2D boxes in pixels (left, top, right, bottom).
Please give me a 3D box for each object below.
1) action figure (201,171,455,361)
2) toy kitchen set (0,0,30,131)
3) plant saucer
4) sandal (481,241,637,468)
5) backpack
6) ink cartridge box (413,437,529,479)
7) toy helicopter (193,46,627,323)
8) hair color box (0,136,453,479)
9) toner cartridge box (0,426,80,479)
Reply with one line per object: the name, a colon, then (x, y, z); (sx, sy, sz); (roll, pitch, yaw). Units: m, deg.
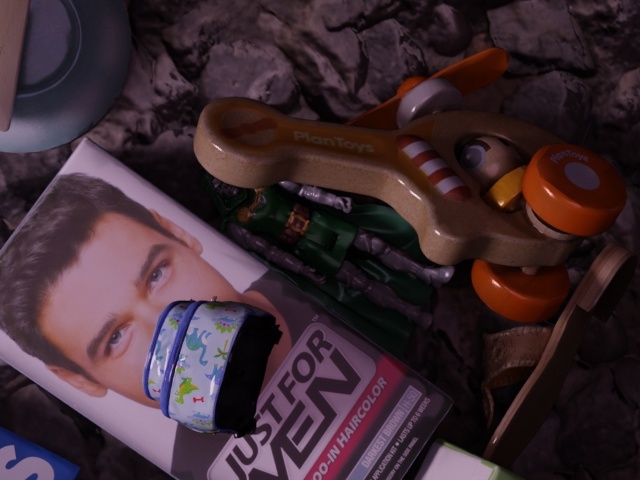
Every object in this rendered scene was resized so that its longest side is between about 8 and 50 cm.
action figure: (0.000, 0.000, 1.336); (0.232, 0.063, 0.137); (26, 75, -10)
toy kitchen set: (-0.369, -0.170, 1.256); (0.207, 0.166, 0.122); (9, 93, -34)
plant saucer: (-0.257, -0.173, 1.311); (0.195, 0.037, 0.195); (1, 87, -10)
sandal: (0.183, 0.095, 1.368); (0.079, 0.088, 0.240); (33, 87, 26)
backpack: (-0.087, 0.094, 1.174); (0.084, 0.114, 0.105); (14, 86, 11)
ink cartridge box: (0.211, 0.340, 1.292); (0.353, 0.119, 0.207); (31, 82, -21)
toy helicopter: (0.067, -0.075, 1.294); (0.355, 0.140, 0.235); (8, 44, -17)
hair color box: (-0.099, 0.100, 1.287); (0.374, 0.113, 0.185); (36, 82, -6)
toner cartridge box: (-0.326, 0.269, 1.139); (0.165, 0.075, 0.348); (26, 40, 0)
